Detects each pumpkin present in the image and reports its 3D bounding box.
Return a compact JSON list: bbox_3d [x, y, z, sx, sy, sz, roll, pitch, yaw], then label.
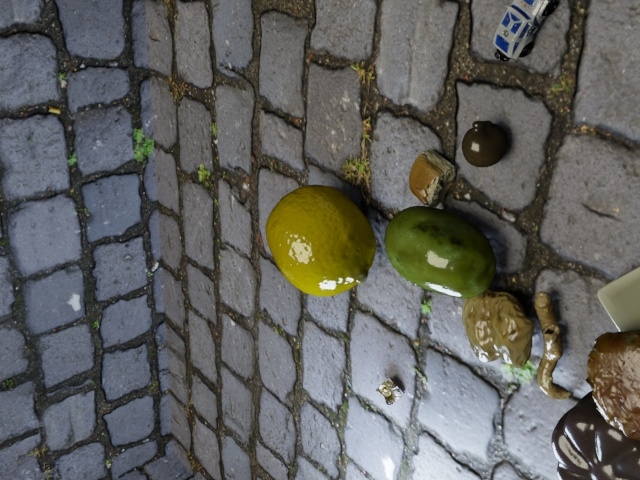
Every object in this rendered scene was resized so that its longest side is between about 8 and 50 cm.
[{"bbox_3d":[0.222,0.469,2.202,0.073,0.035,0.101,50,137,9],"label":"pumpkin"}]

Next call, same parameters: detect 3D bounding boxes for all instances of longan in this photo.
[{"bbox_3d":[0.378,-0.227,1.624,0.106,0.106,0.119,26,145,45],"label":"longan"}]

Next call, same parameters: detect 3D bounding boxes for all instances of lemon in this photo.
[{"bbox_3d":[-0.001,-0.002,2.055,0.336,0.336,0.336,26,125,45],"label":"lemon"}]

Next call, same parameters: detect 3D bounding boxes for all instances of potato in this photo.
[{"bbox_3d":[0.297,0.027,1.763,0.304,0.215,0.216,16,118,41],"label":"potato"}]

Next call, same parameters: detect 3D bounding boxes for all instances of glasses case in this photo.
[{"bbox_3d":[0.697,0.084,1.369,0.131,0.070,0.313,61,143,14],"label":"glasses case"}]

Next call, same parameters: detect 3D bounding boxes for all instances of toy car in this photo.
[{"bbox_3d":[0.423,-0.459,1.494,0.080,0.070,0.171,51,139,25],"label":"toy car"}]

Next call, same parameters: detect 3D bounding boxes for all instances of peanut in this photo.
[{"bbox_3d":[0.437,0.213,1.728,0.233,0.110,0.197,5,105,57],"label":"peanut"}]

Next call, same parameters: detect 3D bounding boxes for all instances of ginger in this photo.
[{"bbox_3d":[0.541,0.252,1.649,0.089,0.075,0.288,-103,2,-78],"label":"ginger"}]

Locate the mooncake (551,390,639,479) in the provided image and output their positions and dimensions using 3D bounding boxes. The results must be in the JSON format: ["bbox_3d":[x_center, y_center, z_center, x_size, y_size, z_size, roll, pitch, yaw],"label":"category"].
[{"bbox_3d":[0.652,0.485,1.540,0.306,0.154,0.306,24,124,42],"label":"mooncake"}]

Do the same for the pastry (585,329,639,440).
[{"bbox_3d":[0.627,0.276,1.389,0.229,0.100,0.219,49,129,30],"label":"pastry"}]

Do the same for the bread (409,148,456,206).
[{"bbox_3d":[0.279,-0.157,1.806,0.106,0.082,0.125,39,136,29],"label":"bread"}]
